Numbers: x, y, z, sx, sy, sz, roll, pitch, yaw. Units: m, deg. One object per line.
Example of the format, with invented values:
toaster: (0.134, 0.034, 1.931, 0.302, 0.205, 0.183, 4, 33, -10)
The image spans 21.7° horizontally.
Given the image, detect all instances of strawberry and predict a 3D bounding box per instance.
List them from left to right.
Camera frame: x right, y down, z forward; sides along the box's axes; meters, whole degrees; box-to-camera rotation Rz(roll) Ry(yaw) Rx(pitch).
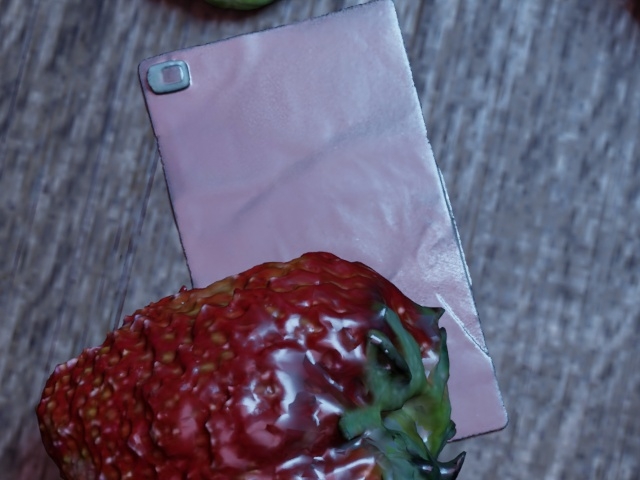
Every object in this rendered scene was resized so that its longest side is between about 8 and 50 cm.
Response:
strawberry: (-0.023, 0.075, 0.624, 0.148, 0.131, 0.131, -19, 82, 23)

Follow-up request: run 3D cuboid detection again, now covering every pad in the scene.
pad: (0.000, 0.000, 0.688, 0.113, 0.006, 0.188, -14, 83, -2)

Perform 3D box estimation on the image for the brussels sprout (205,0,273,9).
brussels sprout: (-0.037, -0.141, 0.683, 0.085, 0.058, 0.085, 4, 71, -11)
